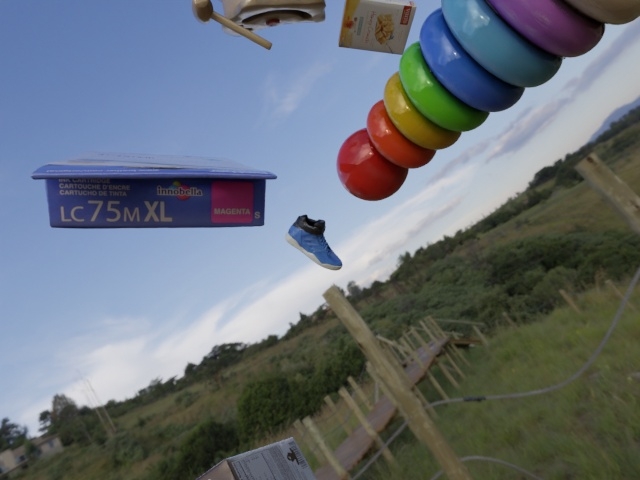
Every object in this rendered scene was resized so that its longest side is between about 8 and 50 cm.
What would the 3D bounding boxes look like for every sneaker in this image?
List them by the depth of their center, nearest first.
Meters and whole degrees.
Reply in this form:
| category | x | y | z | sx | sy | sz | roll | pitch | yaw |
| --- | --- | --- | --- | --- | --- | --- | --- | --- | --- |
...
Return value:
| category | x | y | z | sx | sy | sz | roll | pitch | yaw |
| --- | --- | --- | --- | --- | --- | --- | --- | --- | --- |
| sneaker | 0.000 | 0.000 | 0.982 | 0.085 | 0.152 | 0.058 | -57 | -4 | 23 |

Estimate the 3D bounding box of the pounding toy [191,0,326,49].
| category | x | y | z | sx | sy | sz | roll | pitch | yaw |
| --- | --- | --- | --- | --- | --- | --- | --- | --- | --- |
| pounding toy | -0.112 | -0.425 | 0.821 | 0.269 | 0.155 | 0.154 | -13 | 9 | -18 |

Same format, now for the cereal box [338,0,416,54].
| category | x | y | z | sx | sy | sz | roll | pitch | yaw |
| --- | --- | --- | --- | --- | --- | --- | --- | --- | --- |
| cereal box | 0.192 | -0.744 | 1.473 | 0.239 | 0.048 | 0.173 | 4 | -38 | -5 |

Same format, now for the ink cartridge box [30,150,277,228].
| category | x | y | z | sx | sy | sz | roll | pitch | yaw |
| --- | --- | --- | --- | --- | --- | --- | --- | --- | --- |
| ink cartridge box | -0.172 | -0.061 | 0.468 | 0.185 | 0.065 | 0.311 | -1 | 11 | -21 |

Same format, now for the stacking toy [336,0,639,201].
| category | x | y | z | sx | sy | sz | roll | pitch | yaw |
| --- | --- | --- | --- | --- | --- | --- | --- | --- | --- |
| stacking toy | 0.125 | -0.149 | 0.431 | 0.141 | 0.141 | 0.330 | -25 | -14 | -39 |

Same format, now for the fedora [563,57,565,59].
| category | x | y | z | sx | sy | sz | roll | pitch | yaw |
| --- | --- | --- | --- | --- | --- | --- | --- | --- | --- |
| fedora | 0.531 | -0.584 | 1.021 | 0.334 | 0.334 | 0.152 | -42 | -7 | 26 |

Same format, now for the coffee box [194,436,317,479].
| category | x | y | z | sx | sy | sz | roll | pitch | yaw |
| --- | --- | --- | --- | --- | --- | --- | --- | --- | --- |
| coffee box | -0.116 | 0.396 | 0.653 | 0.141 | 0.098 | 0.246 | -38 | -25 | 4 |
